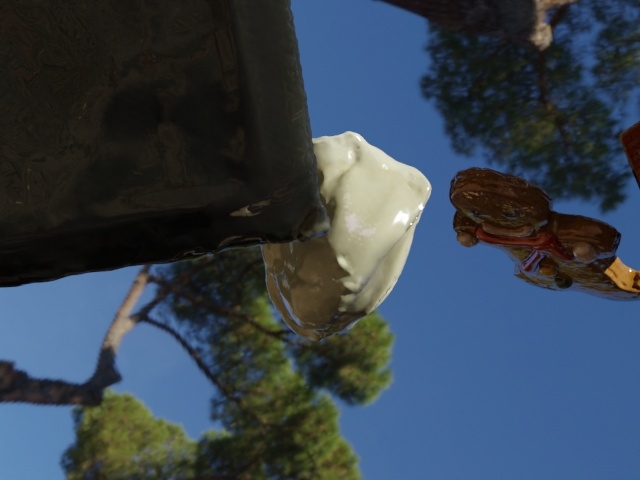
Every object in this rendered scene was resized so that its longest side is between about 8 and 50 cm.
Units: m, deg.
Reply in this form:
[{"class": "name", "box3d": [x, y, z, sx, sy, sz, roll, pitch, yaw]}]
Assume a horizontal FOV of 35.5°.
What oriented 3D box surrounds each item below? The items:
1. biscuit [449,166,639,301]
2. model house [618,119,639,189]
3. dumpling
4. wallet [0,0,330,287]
[{"class": "biscuit", "box3d": [0.249, 0.004, 1.155, 0.205, 0.324, 0.049, 9, -110, 37]}, {"class": "model house", "box3d": [0.433, -0.120, 1.015, 0.154, 0.207, 0.294, 44, -47, -8]}, {"class": "dumpling", "box3d": [0.000, 0.000, 1.414, 0.243, 0.187, 0.318, 39, -68, -1]}, {"class": "wallet", "box3d": [-0.173, -0.084, 0.305, 0.323, 0.041, 0.247, -7, -61, 4]}]
